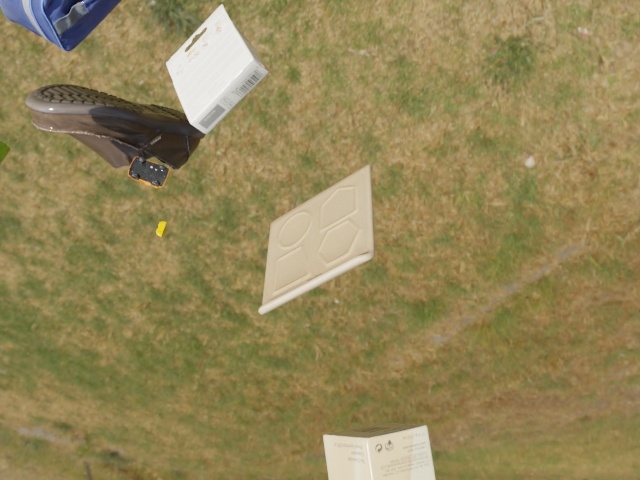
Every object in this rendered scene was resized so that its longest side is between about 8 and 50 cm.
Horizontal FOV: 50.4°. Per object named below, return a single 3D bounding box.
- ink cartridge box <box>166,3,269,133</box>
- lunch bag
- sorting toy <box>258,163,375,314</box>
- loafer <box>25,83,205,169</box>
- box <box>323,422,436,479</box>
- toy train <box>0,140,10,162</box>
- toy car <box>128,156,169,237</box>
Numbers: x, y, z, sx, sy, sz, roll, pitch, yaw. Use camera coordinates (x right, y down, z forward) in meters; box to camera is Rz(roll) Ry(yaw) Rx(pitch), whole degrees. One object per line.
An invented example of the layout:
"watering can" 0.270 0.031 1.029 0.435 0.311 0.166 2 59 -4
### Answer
"ink cartridge box" -0.170 -0.275 1.088 0.145 0.179 0.045 -41 137 16
"lunch bag" -0.188 -0.197 0.512 0.065 0.098 0.067 32 161 10
"sorting toy" 0.000 0.000 0.970 0.193 0.208 0.038 -29 123 27
"loafer" -0.359 -0.188 1.239 0.133 0.365 0.130 30 106 36
"box" 0.107 0.455 1.069 0.121 0.311 0.148 -2 168 -29
"toy train" -0.464 -0.078 0.913 0.105 0.144 0.248 14 157 5
"toy car" -0.258 -0.062 1.018 0.060 0.122 0.040 2 167 -9
